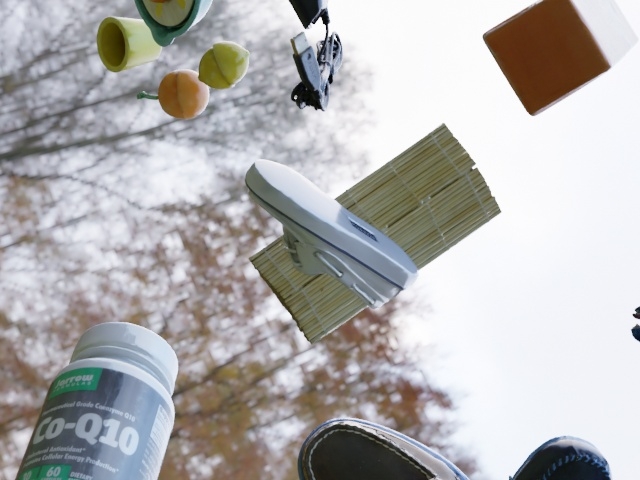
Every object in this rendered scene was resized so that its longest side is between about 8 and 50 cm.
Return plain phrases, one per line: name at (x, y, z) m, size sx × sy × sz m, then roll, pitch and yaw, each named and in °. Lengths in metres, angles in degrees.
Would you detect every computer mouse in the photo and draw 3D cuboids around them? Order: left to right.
computer mouse at (-0.029, -0.267, 1.419) m, size 0.060 × 0.184 × 0.262 m, roll -2°, pitch -55°, yaw 11°

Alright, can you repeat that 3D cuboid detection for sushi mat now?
sushi mat at (0.075, -0.008, 1.726) m, size 0.151 × 0.316 × 0.019 m, roll 56°, pitch -4°, yaw -17°

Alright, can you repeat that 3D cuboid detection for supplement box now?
supplement box at (0.204, -0.167, 1.095) m, size 0.080 × 0.233 × 0.078 m, roll -31°, pitch -87°, yaw 21°

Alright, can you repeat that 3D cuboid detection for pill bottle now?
pill bottle at (-0.338, 0.311, 2.019) m, size 0.204 × 0.361 × 0.204 m, roll 5°, pitch -47°, yaw 5°

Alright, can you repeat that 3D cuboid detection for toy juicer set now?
toy juicer set at (-0.154, -0.280, 1.537) m, size 0.209 × 0.089 × 0.329 m, roll 53°, pitch -47°, yaw 24°

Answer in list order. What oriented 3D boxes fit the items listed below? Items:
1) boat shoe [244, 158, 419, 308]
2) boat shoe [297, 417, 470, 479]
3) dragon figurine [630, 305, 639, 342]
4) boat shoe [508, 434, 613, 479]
boat shoe at (0.000, 0.000, 1.579) m, size 0.088 × 0.267 × 0.096 m, roll -46°, pitch -141°, yaw 16°
boat shoe at (0.062, 0.143, 0.613) m, size 0.183 × 0.066 × 0.066 m, roll 37°, pitch -9°, yaw 18°
dragon figurine at (0.360, 0.024, 1.030) m, size 0.085 × 0.289 × 0.144 m, roll 154°, pitch -64°, yaw -63°
boat shoe at (0.170, 0.282, 1.034) m, size 0.089 × 0.109 × 0.258 m, roll -83°, pitch -171°, yaw -77°
